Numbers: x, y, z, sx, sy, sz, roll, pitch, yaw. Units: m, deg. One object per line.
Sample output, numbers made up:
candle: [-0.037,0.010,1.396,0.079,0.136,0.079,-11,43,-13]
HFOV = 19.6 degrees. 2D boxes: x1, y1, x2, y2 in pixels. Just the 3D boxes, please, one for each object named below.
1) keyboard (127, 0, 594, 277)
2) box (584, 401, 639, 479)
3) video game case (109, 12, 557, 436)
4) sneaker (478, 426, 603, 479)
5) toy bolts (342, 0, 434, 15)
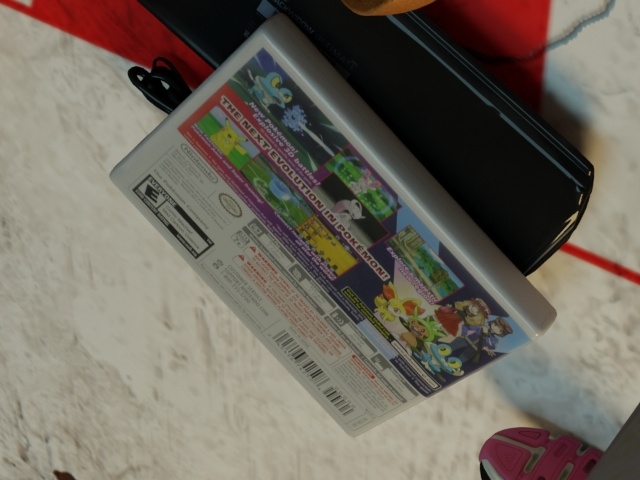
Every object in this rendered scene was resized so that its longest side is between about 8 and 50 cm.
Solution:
keyboard: [-0.016,-0.085,0.931,0.317,0.033,0.201,42,143,2]
box: [0.234,0.152,0.728,0.262,0.231,0.126,49,144,-8]
video game case: [0.000,0.000,0.955,0.201,0.023,0.183,48,143,-5]
sneaker: [0.151,0.169,1.001,0.170,0.063,0.075,34,137,4]
toy bolts: [0.041,-0.213,0.704,0.228,0.158,0.218,149,117,-63]
